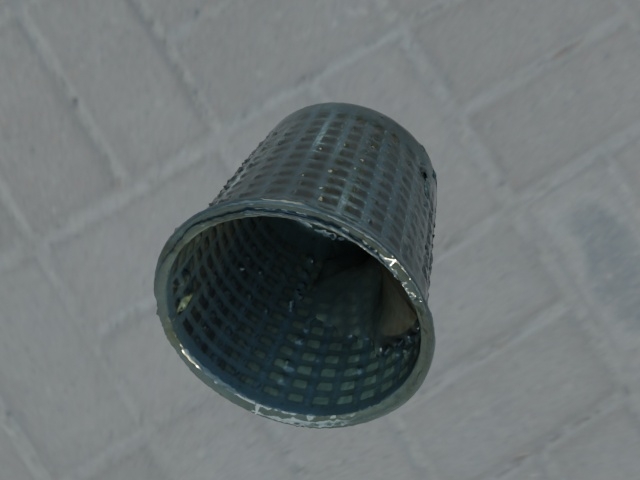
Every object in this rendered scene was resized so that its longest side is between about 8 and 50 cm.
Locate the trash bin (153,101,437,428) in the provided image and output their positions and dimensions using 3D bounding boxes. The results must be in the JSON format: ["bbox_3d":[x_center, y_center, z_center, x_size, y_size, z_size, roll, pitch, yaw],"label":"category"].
[{"bbox_3d":[0.000,0.000,1.138,0.175,0.175,0.161,23,42,-2],"label":"trash bin"}]
